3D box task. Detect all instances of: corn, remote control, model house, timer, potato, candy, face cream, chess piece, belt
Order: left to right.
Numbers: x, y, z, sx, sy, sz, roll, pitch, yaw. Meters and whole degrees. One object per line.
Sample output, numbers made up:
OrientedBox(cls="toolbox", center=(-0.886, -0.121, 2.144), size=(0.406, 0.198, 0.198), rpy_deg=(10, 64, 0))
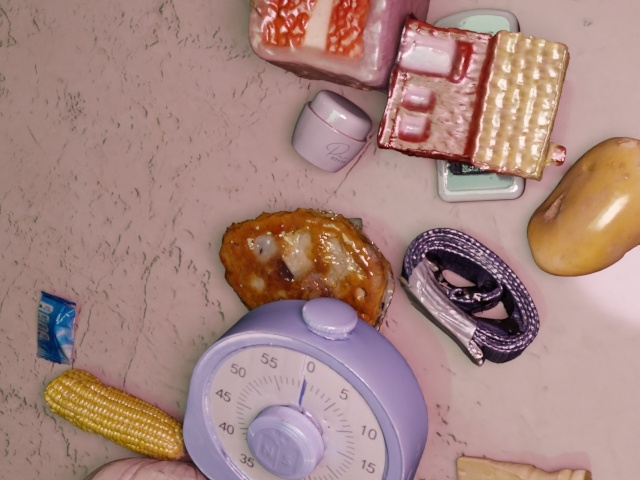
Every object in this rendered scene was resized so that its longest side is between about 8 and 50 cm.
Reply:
OrientedBox(cls="candy", center=(-0.499, 0.169, 1.524), size=(0.088, 0.038, 0.136), rpy_deg=(14, 104, 21))
OrientedBox(cls="corn", center=(-0.363, 0.317, 1.452), size=(0.292, 0.101, 0.101), rpy_deg=(22, 98, 14))
OrientedBox(cls="timer", center=(-0.025, 0.262, 1.236), size=(0.395, 0.173, 0.395), rpy_deg=(11, 116, 24))
OrientedBox(cls="face cream", center=(0.017, -0.176, 1.304), size=(0.117, 0.117, 0.104), rpy_deg=(39, 110, 14))
OrientedBox(cls="belt", center=(0.222, 0.089, 1.236), size=(0.230, 0.126, 0.139), rpy_deg=(43, 80, 14))
OrientedBox(cls="remote control", center=(0.247, -0.209, 1.257), size=(0.140, 0.056, 0.296), rpy_deg=(-2, 91, 17))
OrientedBox(cls="model house", center=(0.233, -0.196, 1.152), size=(0.254, 0.160, 0.196), rpy_deg=(14, 95, 15))
OrientedBox(cls="chess piece", center=(0.307, 0.381, 1.239), size=(0.200, 0.090, 0.090), rpy_deg=(1, 91, 30))
OrientedBox(cls="potato", center=(0.400, -0.041, 1.158), size=(0.146, 0.150, 0.234), rpy_deg=(41, 110, 10))

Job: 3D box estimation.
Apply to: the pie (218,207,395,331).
OrientedBox(cls="pie", center=(-0.014, 0.069, 1.301), size=(0.308, 0.085, 0.308), rpy_deg=(9, 112, 23))

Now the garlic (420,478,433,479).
OrientedBox(cls="garlic", center=(0.130, 0.509, 1.224), size=(0.210, 0.292, 0.237), rpy_deg=(15, 120, 9))

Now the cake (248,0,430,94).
OrientedBox(cls="cake", center=(0.047, -0.388, 1.237), size=(0.237, 0.230, 0.309), rpy_deg=(14, 94, 16))

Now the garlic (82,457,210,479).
OrientedBox(cls="garlic", center=(-0.288, 0.484, 1.343), size=(0.317, 0.259, 0.317), rpy_deg=(17, 135, 18))

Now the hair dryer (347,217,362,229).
OrientedBox(cls="hair dryer", center=(0.000, 0.000, 1.353), size=(0.150, 0.047, 0.071), rpy_deg=(-1, 91, 25))
